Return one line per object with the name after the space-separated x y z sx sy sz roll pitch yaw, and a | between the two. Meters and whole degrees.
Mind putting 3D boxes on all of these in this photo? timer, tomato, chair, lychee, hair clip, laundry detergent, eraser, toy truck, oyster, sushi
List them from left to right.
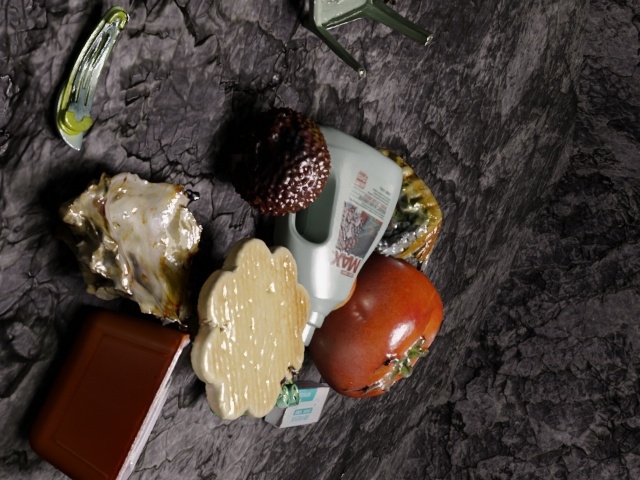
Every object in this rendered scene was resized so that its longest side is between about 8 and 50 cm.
-0.291 -0.208 1.200 0.060 0.033 0.188 14 100 -65 | hair clip
-0.293 0.243 1.465 0.258 0.161 0.250 -65 167 -6 | timer
-0.266 0.024 1.356 0.361 0.096 0.221 8 72 -71 | oyster
-0.138 0.276 1.903 0.259 0.128 0.135 28 51 -75 | toy truck
-0.064 -0.128 1.608 0.188 0.188 0.188 -48 151 -39 | lychee
-0.054 0.384 2.258 0.225 0.052 0.096 16 93 -67 | eraser
0.000 0.000 1.838 0.264 0.124 0.398 28 79 -43 | laundry detergent
0.062 -0.430 1.591 0.190 0.274 0.203 -22 137 -28 | chair
0.106 0.193 2.171 0.341 0.272 0.341 -41 158 -21 | tomato
0.151 -0.063 2.041 0.184 0.274 0.139 -40 168 7 | sushi

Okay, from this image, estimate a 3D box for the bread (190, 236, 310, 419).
-0.114 0.148 1.576 0.316 0.054 0.316 -15 108 -57 | bread

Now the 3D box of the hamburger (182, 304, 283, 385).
-0.143 0.162 1.716 0.237 0.148 0.237 -7 98 -56 | hamburger

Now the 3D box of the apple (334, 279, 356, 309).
0.008 0.075 1.994 0.146 0.146 0.147 -48 151 -39 | apple

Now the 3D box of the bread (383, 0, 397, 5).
0.261 -0.565 1.737 0.346 0.405 0.242 -50 144 -9 | bread
